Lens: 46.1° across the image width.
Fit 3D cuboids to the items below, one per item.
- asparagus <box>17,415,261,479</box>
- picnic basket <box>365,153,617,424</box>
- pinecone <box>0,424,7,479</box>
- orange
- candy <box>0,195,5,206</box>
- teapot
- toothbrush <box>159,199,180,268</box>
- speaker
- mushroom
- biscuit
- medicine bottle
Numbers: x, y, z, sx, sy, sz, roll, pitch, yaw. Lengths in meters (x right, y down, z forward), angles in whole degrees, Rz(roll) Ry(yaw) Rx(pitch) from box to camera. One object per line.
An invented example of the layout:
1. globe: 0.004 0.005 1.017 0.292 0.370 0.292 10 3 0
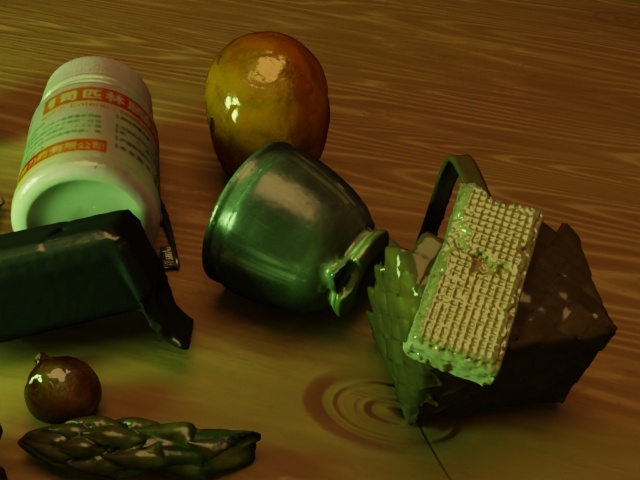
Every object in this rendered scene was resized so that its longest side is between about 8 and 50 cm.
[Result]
1. asparagus: -0.217 0.248 0.895 0.287 0.080 0.080 5 37 -1
2. picnic basket: 0.211 0.068 1.042 0.292 0.254 0.321 -5 49 -11
3. pinecone: -0.455 0.213 0.776 0.247 0.246 0.292 -10 22 -20
4. orange: -0.096 -0.236 1.373 0.226 0.283 0.283 -3 38 -2
5. candy: -0.657 -0.048 1.198 0.272 0.101 0.143 3 31 -14
6. teapot: -0.013 0.018 1.153 0.239 0.321 0.239 30 79 18
7. toothbrush: -0.283 -0.055 1.319 0.031 0.023 0.321 -4 39 -18
8. speaker: -0.385 0.082 1.024 0.389 0.184 0.180 -11 12 -4
9. mushroom: -0.344 0.181 0.965 0.130 0.073 0.088 31 80 34
10. biscuit: 0.181 0.043 0.872 0.108 0.061 0.238 20 61 8
11. medicine bottle: -0.377 -0.138 1.253 0.219 0.219 0.388 -2 38 -11
